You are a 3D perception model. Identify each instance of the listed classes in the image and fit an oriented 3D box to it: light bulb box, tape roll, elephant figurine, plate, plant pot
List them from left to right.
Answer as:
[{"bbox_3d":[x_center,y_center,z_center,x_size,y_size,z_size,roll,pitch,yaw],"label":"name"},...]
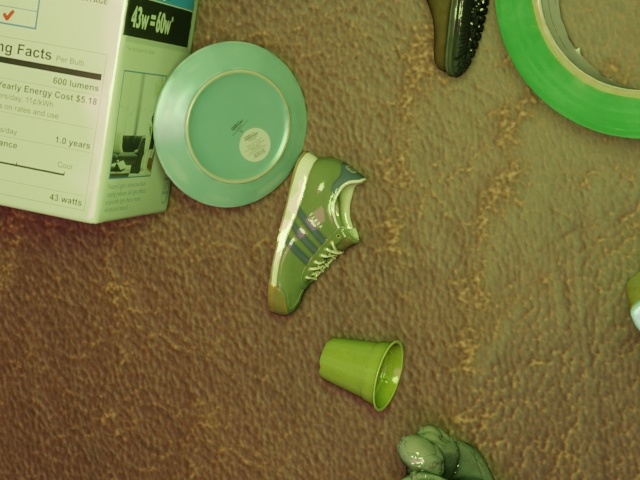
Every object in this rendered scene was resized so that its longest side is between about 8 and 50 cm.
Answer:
[{"bbox_3d":[-0.343,-0.230,1.411,0.358,0.225,0.361,12,97,11],"label":"light bulb box"},{"bbox_3d":[-0.095,-0.128,1.413,0.188,0.024,0.188,-6,103,-27],"label":"plate"},{"bbox_3d":[0.043,0.144,1.447,0.079,0.083,0.083,15,99,22],"label":"plant pot"},{"bbox_3d":[0.091,0.337,1.430,0.169,0.186,0.239,24,118,-34],"label":"elephant figurine"},{"bbox_3d":[0.342,-0.264,1.295,0.321,0.077,0.321,3,96,27],"label":"tape roll"}]

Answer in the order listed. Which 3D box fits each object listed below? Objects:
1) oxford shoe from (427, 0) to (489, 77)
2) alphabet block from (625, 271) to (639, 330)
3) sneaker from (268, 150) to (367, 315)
[{"bbox_3d":[0.131,-0.292,1.386,0.096,0.083,0.227,0,93,27],"label":"oxford shoe"},{"bbox_3d":[0.442,0.080,1.288,0.192,0.197,0.193,-36,88,12],"label":"alphabet block"},{"bbox_3d":[0.000,0.000,1.441,0.086,0.064,0.192,14,95,15],"label":"sneaker"}]
